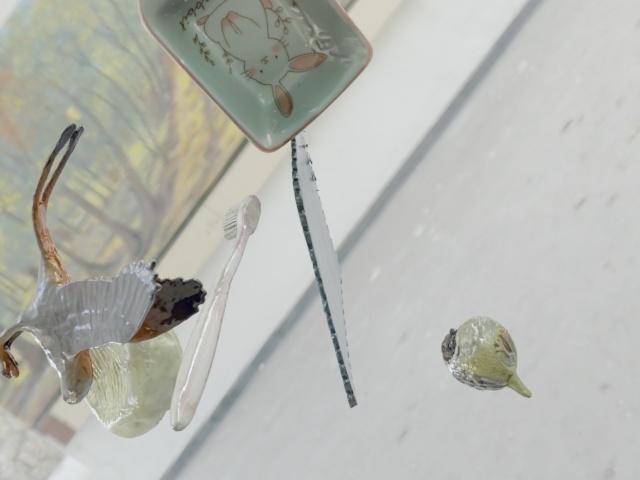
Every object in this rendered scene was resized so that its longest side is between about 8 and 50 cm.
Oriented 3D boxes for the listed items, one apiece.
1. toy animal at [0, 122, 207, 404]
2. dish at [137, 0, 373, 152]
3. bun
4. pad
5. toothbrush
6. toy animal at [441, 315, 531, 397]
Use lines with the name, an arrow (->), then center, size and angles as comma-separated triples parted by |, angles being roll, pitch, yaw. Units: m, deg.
toy animal -> -0.345, 0.049, 1.386 | 0.302, 0.284, 0.225 | -41, -6, 5
dish -> -0.075, -0.215, 1.017 | 0.154, 0.234, 0.064 | -42, 28, 2
bun -> -0.284, 0.185, 1.625 | 0.133, 0.231, 0.231 | -7, -26, -40
pad -> 0.000, 0.000, 1.131 | 0.012, 0.270, 0.269 | -12, 30, 5
toothbrush -> -0.088, 0.050, 0.876 | 0.029, 0.025, 0.307 | -24, 27, 22
toy animal -> 0.222, 0.168, 1.433 | 0.098, 0.137, 0.098 | -31, 15, 9
